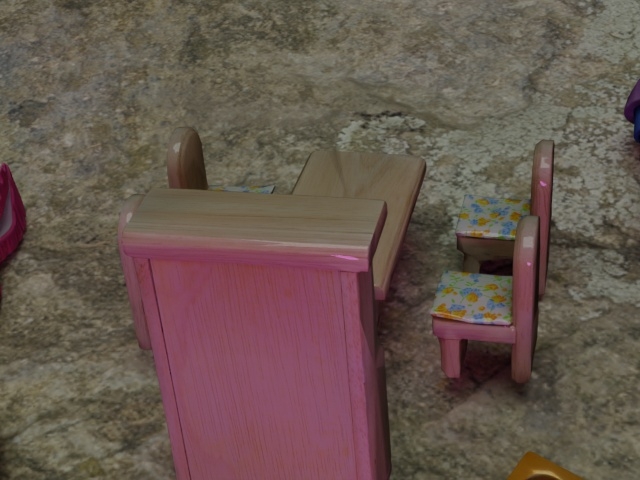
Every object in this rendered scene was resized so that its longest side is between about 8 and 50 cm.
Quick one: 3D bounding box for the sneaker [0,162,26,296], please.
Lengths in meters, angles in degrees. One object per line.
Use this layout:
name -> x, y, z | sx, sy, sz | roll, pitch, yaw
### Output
sneaker -> -0.383, 0.022, 1.200 | 0.111, 0.103, 0.252 | -6, 35, 9

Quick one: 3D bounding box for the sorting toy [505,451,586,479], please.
sorting toy -> 0.085, 0.292, 0.858 | 0.347, 0.047, 0.196 | -34, 51, -26

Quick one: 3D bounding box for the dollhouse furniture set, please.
dollhouse furniture set -> 0.000, 0.000, 0.995 | 0.362, 0.256, 0.394 | 4, 34, 13

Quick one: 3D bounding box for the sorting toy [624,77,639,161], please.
sorting toy -> 0.490, -0.092, 1.191 | 0.365, 0.127, 0.126 | 5, 66, 11
